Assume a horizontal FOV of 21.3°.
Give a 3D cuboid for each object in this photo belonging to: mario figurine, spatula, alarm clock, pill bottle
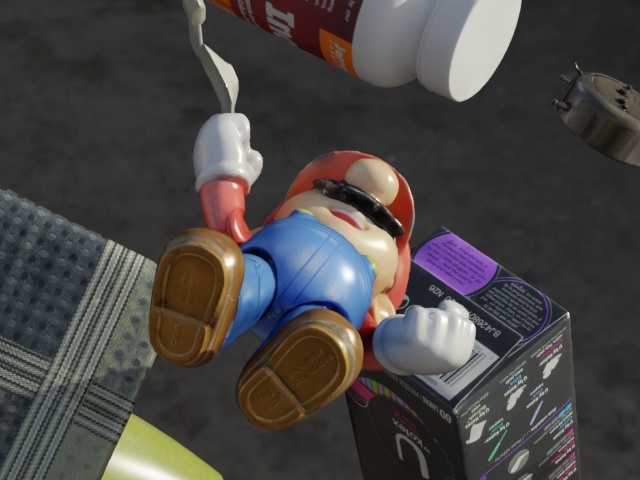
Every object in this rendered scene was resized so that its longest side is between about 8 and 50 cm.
[{"bbox_3d":[0.000,0.000,1.112,0.170,0.198,0.320,-20,8,15],"label":"mario figurine"},{"bbox_3d":[-0.098,-0.162,1.312,0.019,0.168,0.242,-26,-3,-6],"label":"spatula"},{"bbox_3d":[0.363,-0.137,2.013,0.192,0.064,0.129,34,25,-3],"label":"alarm clock"},{"bbox_3d":[0.017,-0.128,0.834,0.152,0.086,0.086,29,40,23],"label":"pill bottle"}]

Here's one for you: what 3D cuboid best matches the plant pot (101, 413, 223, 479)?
[{"bbox_3d":[-0.280,0.326,2.161,0.293,0.275,0.275,19,22,-22],"label":"plant pot"}]

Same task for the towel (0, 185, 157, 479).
[{"bbox_3d":[-0.319,0.114,1.517,0.312,0.324,0.056,26,-12,-5],"label":"towel"}]

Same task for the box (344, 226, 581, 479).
[{"bbox_3d":[0.125,0.150,1.527,0.143,0.270,0.165,-37,51,-21],"label":"box"}]
